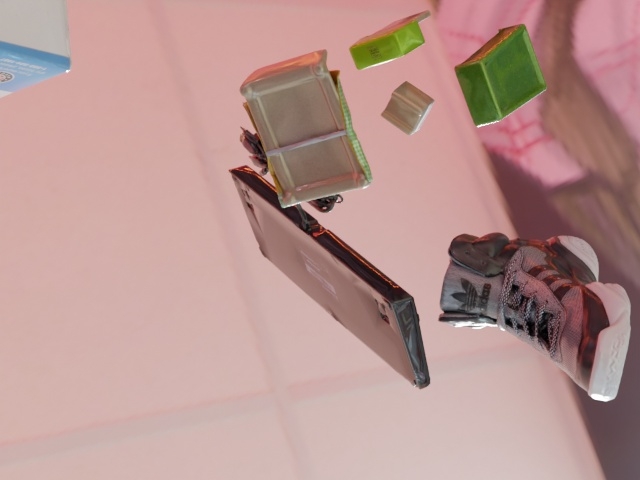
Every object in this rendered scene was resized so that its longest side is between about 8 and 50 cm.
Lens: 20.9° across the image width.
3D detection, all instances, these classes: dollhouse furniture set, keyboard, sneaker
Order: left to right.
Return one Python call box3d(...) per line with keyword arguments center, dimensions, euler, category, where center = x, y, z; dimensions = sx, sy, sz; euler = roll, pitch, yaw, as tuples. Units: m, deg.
box3d(center=(0.000, 0.000, 1.658), dimensions=(0.033, 0.317, 0.201), euler=(-32, -52, -16), category="keyboard")
box3d(center=(0.036, -0.075, 0.916), dimensions=(0.058, 0.151, 0.076), euler=(-38, -70, -52), category="dollhouse furniture set")
box3d(center=(0.188, 0.066, 1.591), dimensions=(0.153, 0.101, 0.268), euler=(6, -160, -6), category="sneaker")

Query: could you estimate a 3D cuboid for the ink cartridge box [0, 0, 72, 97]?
box3d(center=(-0.356, -0.195, 1.287), dimensions=(0.198, 0.270, 0.197), euler=(8, -110, -54), category="ink cartridge box")
